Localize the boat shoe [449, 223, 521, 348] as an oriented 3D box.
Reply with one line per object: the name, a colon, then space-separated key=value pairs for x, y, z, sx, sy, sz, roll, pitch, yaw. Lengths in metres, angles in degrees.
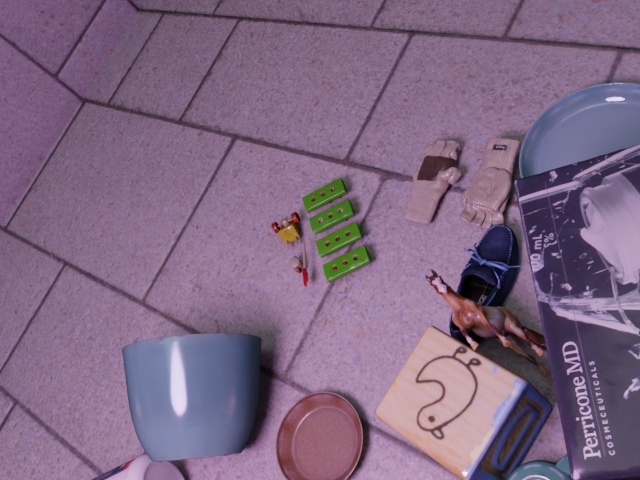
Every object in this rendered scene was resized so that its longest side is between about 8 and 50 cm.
boat shoe: x=0.320 y=0.081 z=1.276 sx=0.109 sy=0.089 sz=0.258 roll=6 pitch=69 yaw=34

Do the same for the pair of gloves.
pair of gloves: x=0.302 y=-0.123 z=1.428 sx=0.240 sy=0.042 sz=0.204 roll=4 pitch=71 yaw=38

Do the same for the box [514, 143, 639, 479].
box: x=0.585 y=0.103 z=0.964 sx=0.472 sy=0.297 sz=0.479 roll=-17 pitch=57 yaw=25

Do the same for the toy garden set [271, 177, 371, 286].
toy garden set: x=0.000 y=0.000 z=1.548 sx=0.204 sy=0.049 sz=0.244 roll=-27 pitch=55 yaw=15

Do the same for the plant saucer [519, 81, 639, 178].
plant saucer: x=0.555 y=-0.167 z=1.297 sx=0.318 sy=0.044 sz=0.317 roll=-15 pitch=57 yaw=25

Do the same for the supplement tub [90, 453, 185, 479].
supplement tub: x=-0.429 y=0.585 z=1.398 sx=0.272 sy=0.191 sz=0.191 roll=-29 pitch=53 yaw=16

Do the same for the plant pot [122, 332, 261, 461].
plant pot: x=-0.261 y=0.334 z=1.384 sx=0.293 sy=0.293 sz=0.235 roll=-14 pitch=71 yaw=25

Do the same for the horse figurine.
horse figurine: x=0.311 y=0.154 z=1.170 sx=0.066 sy=0.263 sz=0.174 roll=-62 pitch=27 yaw=16

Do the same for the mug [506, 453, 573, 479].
mug: x=0.361 y=0.408 z=1.066 sx=0.129 sy=0.097 sz=0.157 roll=-5 pitch=63 yaw=30

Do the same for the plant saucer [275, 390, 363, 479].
plant saucer: x=0.002 y=0.405 z=1.330 sx=0.199 sy=0.036 sz=0.198 roll=-15 pitch=57 yaw=25

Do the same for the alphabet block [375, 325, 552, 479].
alphabet block: x=0.248 y=0.292 z=1.139 sx=0.197 sy=0.193 sz=0.192 roll=27 pitch=80 yaw=39
